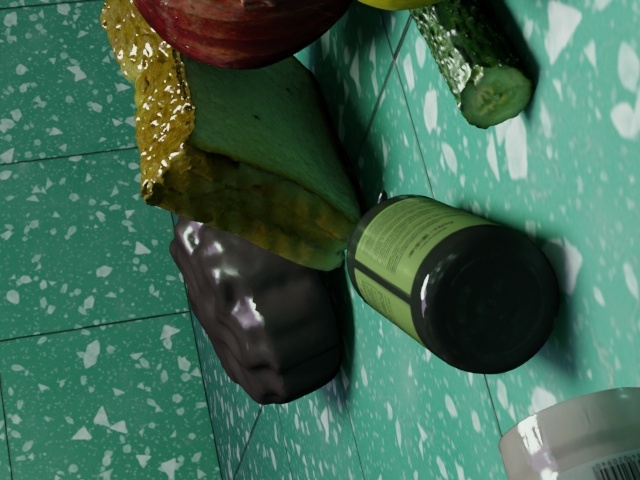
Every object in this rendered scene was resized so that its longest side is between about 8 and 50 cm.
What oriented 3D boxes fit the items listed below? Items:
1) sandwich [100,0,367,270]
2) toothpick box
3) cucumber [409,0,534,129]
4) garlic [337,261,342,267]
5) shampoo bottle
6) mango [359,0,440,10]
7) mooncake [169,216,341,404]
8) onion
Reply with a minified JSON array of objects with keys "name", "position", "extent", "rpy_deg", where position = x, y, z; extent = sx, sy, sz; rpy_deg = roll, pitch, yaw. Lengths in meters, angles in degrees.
[{"name":"sandwich","position":[-0.086,-0.122,1.200],"extent":[0.099,0.271,0.301],"rpy_deg":[-40,45,22]},{"name":"toothpick box","position":[0.163,0.166,0.621],"extent":[0.098,0.098,0.149],"rpy_deg":[103,156,-58]},{"name":"cucumber","position":[0.093,-0.162,0.818],"extent":[0.058,0.058,0.187],"rpy_deg":[96,159,-48]},{"name":"garlic","position":[0.001,0.000,1.357],"extent":[0.083,0.041,0.053],"rpy_deg":[-136,34,-58]},{"name":"shampoo bottle","position":[0.080,0.019,0.885],"extent":[0.284,0.101,0.101],"rpy_deg":[-147,50,-73]},{"name":"mango","position":[0.064,-0.269,0.695],"extent":[0.167,0.130,0.262],"rpy_deg":[29,124,38]},{"name":"mooncake","position":[-0.084,0.069,1.424],"extent":[0.283,0.141,0.283],"rpy_deg":[58,165,24]},{"name":"onion","position":[-0.080,-0.292,1.047],"extent":[0.276,0.276,0.276],"rpy_deg":[172,90,-77]}]
